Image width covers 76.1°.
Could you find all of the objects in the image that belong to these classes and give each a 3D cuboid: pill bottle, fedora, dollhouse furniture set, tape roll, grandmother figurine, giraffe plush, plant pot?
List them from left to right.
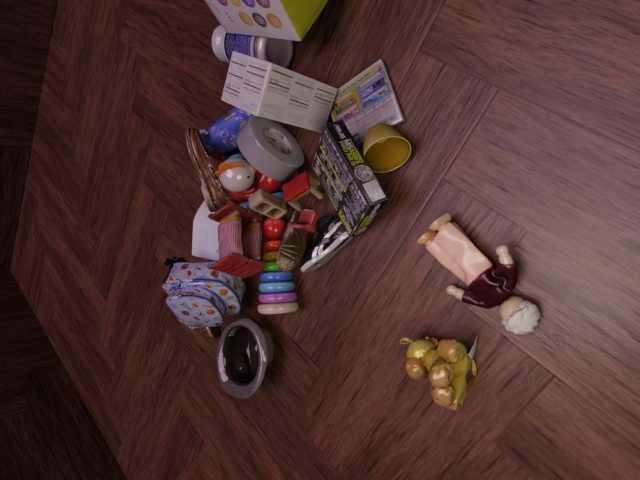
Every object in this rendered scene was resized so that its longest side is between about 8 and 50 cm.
[{"bbox_3d":[-0.259,0.420,1.502,0.243,0.124,0.276,-4,83,34],"label":"fedora"},{"bbox_3d":[-0.234,-0.652,1.375,0.264,0.153,0.153,23,107,32],"label":"pill bottle"},{"bbox_3d":[-0.173,-0.052,1.258,0.374,0.152,0.201,-29,56,30],"label":"dollhouse furniture set"},{"bbox_3d":[-0.157,-0.297,1.308,0.072,0.219,0.219,-42,70,31],"label":"tape roll"},{"bbox_3d":[0.174,-0.270,1.137,0.134,0.134,0.095,-36,50,33],"label":"plant pot"},{"bbox_3d":[0.291,0.312,1.061,0.170,0.210,0.181,4,121,41],"label":"giraffe plush"},{"bbox_3d":[0.401,0.085,1.014,0.342,0.104,0.208,51,148,18],"label":"grandmother figurine"}]

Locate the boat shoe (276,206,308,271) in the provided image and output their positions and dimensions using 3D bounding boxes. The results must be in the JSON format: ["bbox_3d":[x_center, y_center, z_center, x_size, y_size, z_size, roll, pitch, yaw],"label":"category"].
[{"bbox_3d":[-0.090,-0.001,1.347,0.073,0.080,0.224,160,129,-70],"label":"boat shoe"}]

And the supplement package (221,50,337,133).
[{"bbox_3d":[-0.123,-0.440,1.230,0.204,0.261,0.145,35,113,39],"label":"supplement package"}]

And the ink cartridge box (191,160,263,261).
[{"bbox_3d":[-0.354,-0.108,1.550,0.308,0.091,0.385,9,100,35],"label":"ink cartridge box"}]

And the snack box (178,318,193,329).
[{"bbox_3d":[-0.559,0.298,1.765,0.100,0.037,0.141,22,106,32],"label":"snack box"}]

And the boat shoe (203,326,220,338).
[{"bbox_3d":[-0.473,0.323,1.688,0.060,0.064,0.178,-26,81,33],"label":"boat shoe"}]

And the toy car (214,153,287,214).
[{"bbox_3d":[-0.239,-0.214,1.337,0.210,0.238,0.219,-16,80,12],"label":"toy car"}]

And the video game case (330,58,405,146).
[{"bbox_3d":[0.127,-0.391,1.213,0.212,0.023,0.193,-23,80,36],"label":"video game case"}]

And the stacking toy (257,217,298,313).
[{"bbox_3d":[-0.154,0.081,1.405,0.141,0.141,0.330,-8,83,36],"label":"stacking toy"}]

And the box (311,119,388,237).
[{"bbox_3d":[0.074,-0.172,1.176,0.270,0.060,0.216,63,161,17],"label":"box"}]

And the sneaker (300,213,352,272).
[{"bbox_3d":[0.000,0.000,1.313,0.217,0.079,0.121,-40,67,23],"label":"sneaker"}]

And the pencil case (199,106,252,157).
[{"bbox_3d":[-0.313,-0.406,1.469,0.306,0.133,0.119,-20,57,35],"label":"pencil case"}]

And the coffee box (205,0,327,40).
[{"bbox_3d":[-0.155,-0.818,1.122,0.334,0.337,0.338,25,78,32],"label":"coffee box"}]

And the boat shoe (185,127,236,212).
[{"bbox_3d":[-0.391,-0.260,1.470,0.104,0.111,0.307,-17,105,-1],"label":"boat shoe"}]

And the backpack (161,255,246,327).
[{"bbox_3d":[-0.417,0.189,1.505,0.263,0.276,0.213,-12,49,10],"label":"backpack"}]
